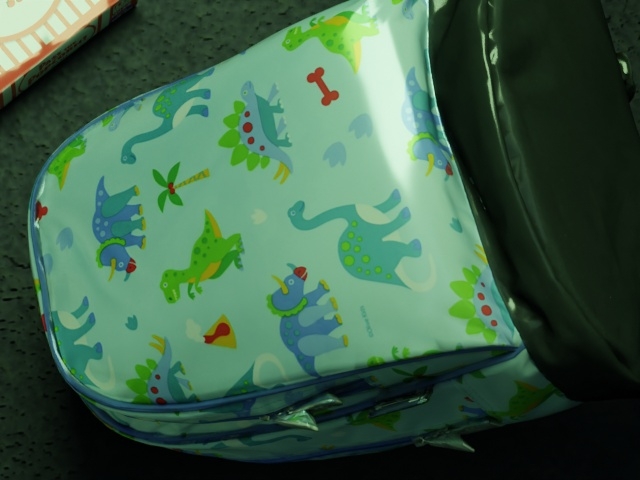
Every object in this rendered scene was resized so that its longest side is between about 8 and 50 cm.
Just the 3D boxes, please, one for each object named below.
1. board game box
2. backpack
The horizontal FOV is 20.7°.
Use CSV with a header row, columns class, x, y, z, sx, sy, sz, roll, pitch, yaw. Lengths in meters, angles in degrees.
class,x,y,z,sx,sy,sz,roll,pitch,yaw
board game box,-0.240,-0.196,1.191,0.147,0.045,0.193,-41,88,-13
backpack,0.000,0.000,1.060,0.273,0.355,0.290,-1,75,-48
